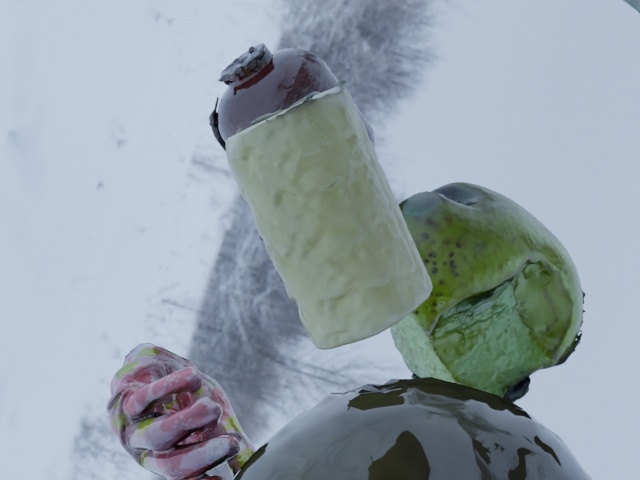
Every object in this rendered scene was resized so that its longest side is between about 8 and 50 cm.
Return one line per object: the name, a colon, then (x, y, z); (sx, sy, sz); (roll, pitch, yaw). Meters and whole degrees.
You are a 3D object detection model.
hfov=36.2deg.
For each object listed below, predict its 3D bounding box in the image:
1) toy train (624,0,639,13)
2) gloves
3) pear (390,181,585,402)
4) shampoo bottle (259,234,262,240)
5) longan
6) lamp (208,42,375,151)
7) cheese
toy train: (0.323, -0.270, 0.800); (0.200, 0.132, 0.083); (-46, 152, 8)
gloves: (-0.146, 0.200, 1.025); (0.145, 0.126, 0.241); (64, -1, -29)
pear: (0.187, 0.035, 1.130); (0.238, 0.255, 0.164); (-36, -144, -13)
shampoo bottle: (0.000, 0.000, 0.961); (0.027, 0.137, 0.048); (53, 53, -48)
longan: (0.084, 0.312, 0.834); (0.391, 0.391, 0.390); (-162, -90, -87)
lamp: (-0.033, -0.135, 1.286); (0.180, 0.258, 0.180); (-31, -159, 13)
cheese: (0.006, -0.017, 0.689); (0.167, 0.094, 0.123); (66, 16, -8)
